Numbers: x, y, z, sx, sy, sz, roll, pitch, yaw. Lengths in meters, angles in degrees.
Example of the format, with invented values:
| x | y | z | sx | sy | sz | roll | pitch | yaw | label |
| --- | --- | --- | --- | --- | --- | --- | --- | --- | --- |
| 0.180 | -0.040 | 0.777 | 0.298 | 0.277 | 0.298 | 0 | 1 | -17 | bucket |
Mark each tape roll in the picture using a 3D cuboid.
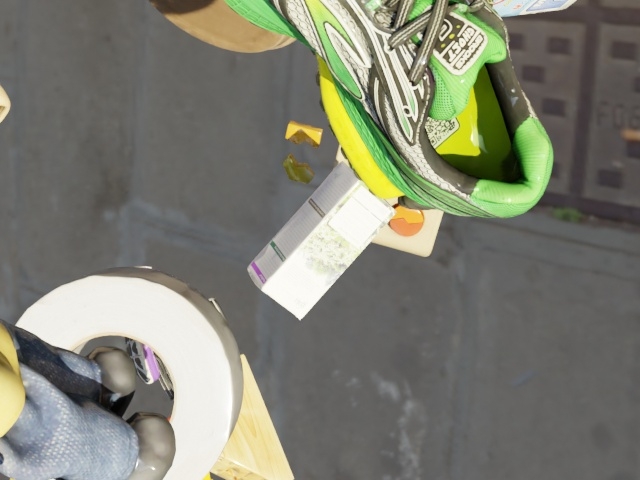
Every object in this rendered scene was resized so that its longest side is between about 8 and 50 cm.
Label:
| x | y | z | sx | sy | sz | roll | pitch | yaw | label |
| --- | --- | --- | --- | --- | --- | --- | --- | --- | --- |
| -0.182 | 0.136 | 1.102 | 0.219 | 0.072 | 0.219 | 0 | 95 | 3 | tape roll |

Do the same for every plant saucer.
| x | y | z | sx | sy | sz | roll | pitch | yaw | label |
| --- | --- | --- | --- | --- | --- | --- | --- | --- | --- |
| -0.142 | -0.336 | 1.553 | 0.278 | 0.278 | 0.041 | 3 | 56 | 42 | plant saucer |

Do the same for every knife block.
| x | y | z | sx | sy | sz | roll | pitch | yaw | label |
| --- | --- | --- | --- | --- | --- | --- | --- | --- | --- |
| -0.144 | 0.236 | 1.888 | 0.088 | 0.275 | 0.242 | -42 | 23 | 57 | knife block |

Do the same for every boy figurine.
| x | y | z | sx | sy | sz | roll | pitch | yaw | label |
| --- | --- | --- | --- | --- | --- | --- | --- | --- | --- |
| -0.189 | 0.061 | 0.537 | 0.092 | 0.285 | 0.177 | -49 | 50 | 10 | boy figurine |

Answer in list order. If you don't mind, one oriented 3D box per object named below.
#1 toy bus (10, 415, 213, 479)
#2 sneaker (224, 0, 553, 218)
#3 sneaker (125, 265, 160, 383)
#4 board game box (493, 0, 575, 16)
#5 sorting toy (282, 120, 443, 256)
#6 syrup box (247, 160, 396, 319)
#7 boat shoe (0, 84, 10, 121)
| x | y | z | sx | sy | sz | roll | pitch | yaw | label |
| --- | --- | --- | --- | --- | --- | --- | --- | --- | --- |
| -0.196 | 0.267 | 1.329 | 0.211 | 0.220 | 0.149 | -44 | 56 | 30 | toy bus |
| 0.041 | -0.152 | 0.728 | 0.343 | 0.134 | 0.146 | 50 | 163 | -29 | sneaker |
| -0.241 | 0.118 | 1.714 | 0.068 | 0.071 | 0.170 | 147 | 119 | -68 | sneaker |
| 0.191 | -0.304 | 1.073 | 0.308 | 0.302 | 0.086 | -36 | 71 | 55 | board game box |
| 0.075 | -0.100 | 2.152 | 0.307 | 0.041 | 0.229 | 15 | 118 | 2 | sorting toy |
| 0.000 | 0.000 | 1.925 | 0.237 | 0.093 | 0.096 | -48 | 29 | 6 | syrup box |
| -0.548 | -0.106 | 1.610 | 0.341 | 0.121 | 0.110 | -44 | 73 | 21 | boat shoe |
